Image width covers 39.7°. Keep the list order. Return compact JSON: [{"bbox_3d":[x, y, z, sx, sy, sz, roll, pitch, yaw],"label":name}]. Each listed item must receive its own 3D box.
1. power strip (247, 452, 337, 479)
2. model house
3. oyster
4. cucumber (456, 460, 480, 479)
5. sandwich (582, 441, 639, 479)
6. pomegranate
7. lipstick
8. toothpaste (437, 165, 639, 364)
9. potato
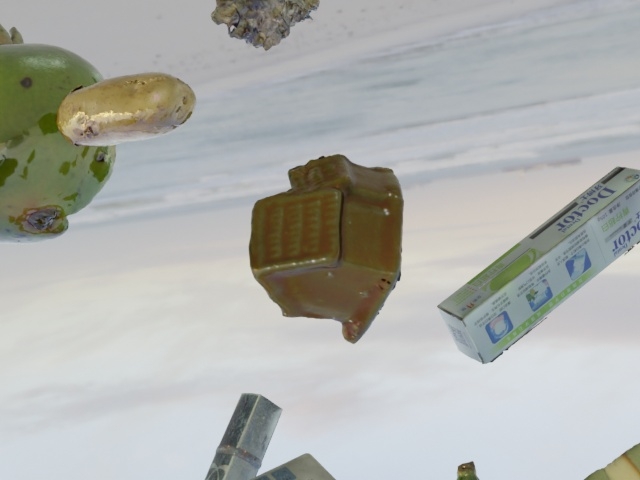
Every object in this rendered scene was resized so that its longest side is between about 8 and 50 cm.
[{"bbox_3d":[-0.059,0.379,1.318,0.192,0.035,0.081,-14,-141,-41],"label":"power strip"},{"bbox_3d":[-0.002,-0.007,1.386,0.239,0.268,0.173,14,150,-21],"label":"model house"},{"bbox_3d":[-0.094,-0.427,1.525,0.092,0.198,0.259,9,-176,26],"label":"oyster"},{"bbox_3d":[0.166,0.358,0.936,0.134,0.245,0.134,-6,179,0],"label":"cucumber"},{"bbox_3d":[0.380,0.331,0.938,0.117,0.187,0.144,-28,-168,-15],"label":"sandwich"},{"bbox_3d":[-0.460,-0.169,1.254,0.309,0.359,0.216,-39,156,29],"label":"pomegranate"},{"bbox_3d":[-0.166,0.439,1.700,0.077,0.290,0.076,-7,143,47],"label":"lipstick"},{"bbox_3d":[0.310,0.028,1.168,0.336,0.081,0.067,-36,-154,-14],"label":"toothpaste"},{"bbox_3d":[-0.233,-0.154,1.047,0.170,0.080,0.107,-5,-168,19],"label":"potato"}]
